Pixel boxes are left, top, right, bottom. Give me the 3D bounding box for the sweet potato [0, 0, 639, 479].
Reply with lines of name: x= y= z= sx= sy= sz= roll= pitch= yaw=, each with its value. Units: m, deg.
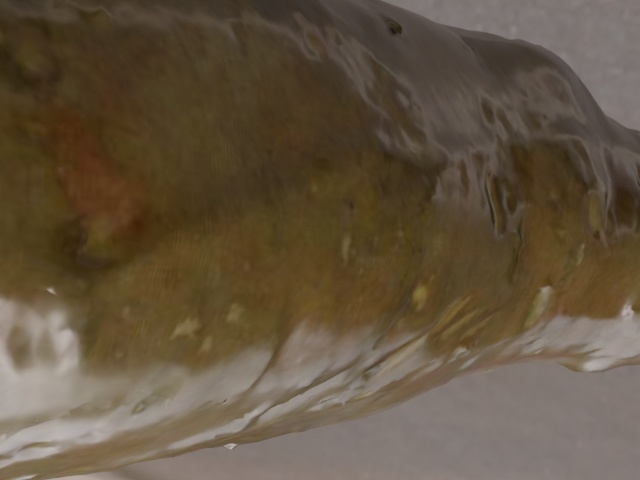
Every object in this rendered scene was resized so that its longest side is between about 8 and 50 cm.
sweet potato: x=-0.001 y=-0.003 z=0.444 sx=0.423 sy=0.130 sz=0.130 roll=6 pitch=171 yaw=-43
